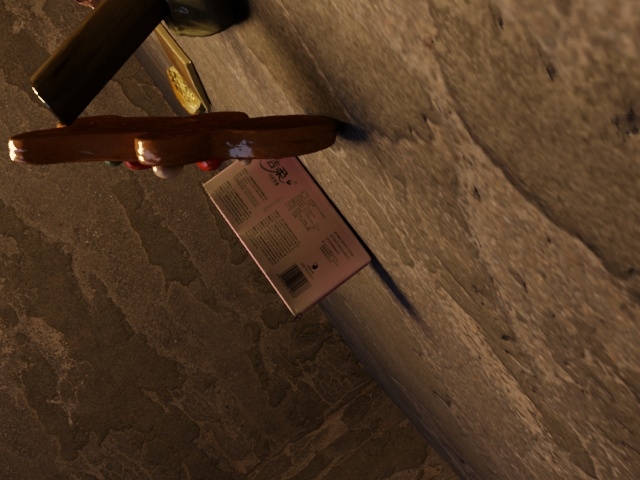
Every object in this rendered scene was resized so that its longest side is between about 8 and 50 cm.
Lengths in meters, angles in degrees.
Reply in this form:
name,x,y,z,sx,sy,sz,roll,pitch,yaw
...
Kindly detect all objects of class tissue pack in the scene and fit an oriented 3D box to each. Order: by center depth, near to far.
name,x,y,z,sx,sy,sz,roll,pitch,yaw
tissue pack,-0.049,-0.022,1.004,0.246,0.148,0.092,54,175,6

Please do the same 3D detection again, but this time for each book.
name,x,y,z,sx,sy,sz,roll,pitch,yaw
book,-0.318,-0.401,1.445,0.170,0.018,0.242,52,174,10

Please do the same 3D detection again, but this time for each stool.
name,x,y,z,sx,sy,sz,roll,pitch,yaw
stool,-0.276,-0.308,0.703,0.310,0.226,0.310,54,173,-24

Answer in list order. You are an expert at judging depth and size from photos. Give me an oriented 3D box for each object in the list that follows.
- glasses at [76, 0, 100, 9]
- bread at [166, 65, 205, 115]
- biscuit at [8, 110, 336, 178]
name,x,y,z,sx,sy,sz,roll,pitch,yaw
glasses,-0.569,-0.652,1.734,0.255,0.095,0.162,52,-158,-8
bread,-0.342,-0.376,1.626,0.136,0.054,0.154,57,171,-10
biscuit,-0.143,-0.100,0.662,0.205,0.323,0.050,-68,-25,-71
